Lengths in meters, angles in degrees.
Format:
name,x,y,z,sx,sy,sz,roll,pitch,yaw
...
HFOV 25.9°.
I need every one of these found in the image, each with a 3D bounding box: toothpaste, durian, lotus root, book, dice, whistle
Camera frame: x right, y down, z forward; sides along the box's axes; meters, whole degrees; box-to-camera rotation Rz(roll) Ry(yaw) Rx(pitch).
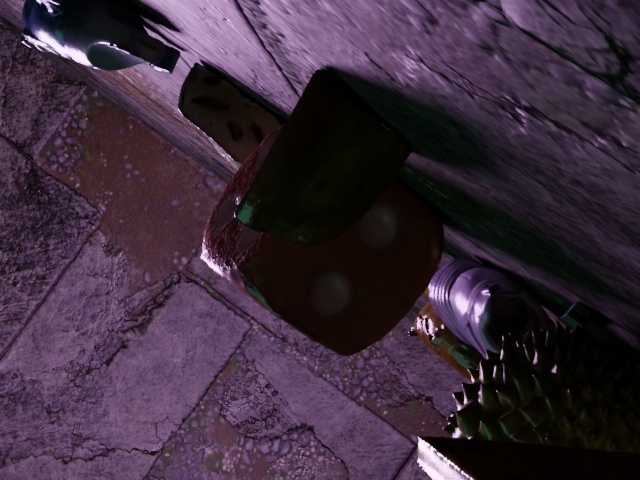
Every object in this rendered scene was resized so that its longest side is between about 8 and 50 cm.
name,x,y,z,sx,sy,sz,roll,pitch,yaw
toothpaste,0.237,0.071,1.295,0.020,0.017,0.083,38,177,7
durian,0.238,0.187,1.222,0.291,0.225,0.291,5,-153,-3
lotus root,-0.087,-0.116,1.551,0.143,0.070,0.144,36,177,22
book,0.282,0.191,0.922,0.388,0.032,0.269,8,-175,-16
lotus root,0.006,-0.057,1.103,0.095,0.135,0.159,34,-170,10
dice,0.000,0.000,1.374,0.175,0.179,0.174,40,176,-27
whistle,-0.254,-0.238,1.523,0.180,0.093,0.269,30,176,-43

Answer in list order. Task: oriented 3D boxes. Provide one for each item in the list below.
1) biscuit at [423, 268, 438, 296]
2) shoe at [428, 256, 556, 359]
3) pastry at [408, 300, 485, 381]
name,x,y,z,sx,sy,sz,roll,pitch,yaw
biscuit,0.125,0.040,1.926,0.249,0.035,0.184,37,177,-12
shoe,0.217,0.122,1.436,0.245,0.095,0.137,50,176,-10
pastry,0.206,0.126,1.729,0.229,0.100,0.218,32,-175,-44
